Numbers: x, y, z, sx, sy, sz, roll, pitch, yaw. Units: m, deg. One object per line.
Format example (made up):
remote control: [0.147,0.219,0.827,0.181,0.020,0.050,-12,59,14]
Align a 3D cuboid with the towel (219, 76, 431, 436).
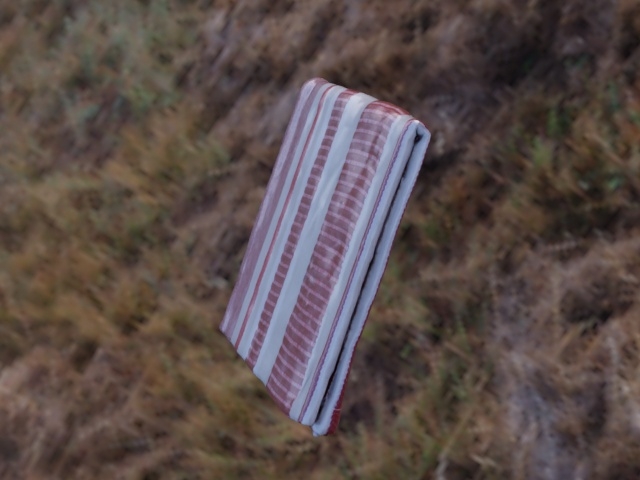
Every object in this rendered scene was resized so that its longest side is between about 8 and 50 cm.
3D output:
towel: [0.000,0.000,1.262,0.329,0.037,0.237,-142,69,-73]
